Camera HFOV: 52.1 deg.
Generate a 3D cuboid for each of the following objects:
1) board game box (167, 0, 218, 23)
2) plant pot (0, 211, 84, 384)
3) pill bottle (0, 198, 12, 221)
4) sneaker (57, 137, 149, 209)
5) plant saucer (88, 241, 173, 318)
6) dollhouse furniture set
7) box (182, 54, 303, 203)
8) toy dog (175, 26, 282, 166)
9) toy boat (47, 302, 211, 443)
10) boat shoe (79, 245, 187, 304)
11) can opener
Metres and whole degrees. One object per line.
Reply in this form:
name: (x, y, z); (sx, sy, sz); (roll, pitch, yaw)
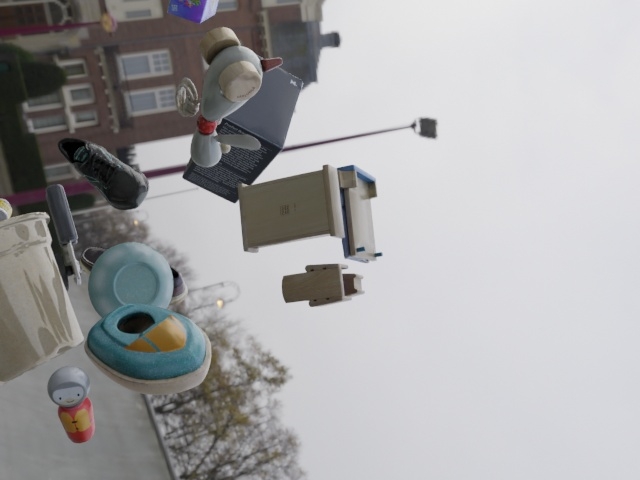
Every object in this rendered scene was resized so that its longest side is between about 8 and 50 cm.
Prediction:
board game box: (-0.242, -0.677, 1.458); (0.233, 0.078, 0.347); (-93, -158, -67)
plant pot: (-0.700, 0.147, 1.470); (0.306, 0.333, 0.334); (62, -22, -2)
pill bottle: (-0.865, -0.074, 1.755); (0.116, 0.065, 0.065); (-133, -145, -63)
sneaker: (-0.490, -0.151, 1.461); (0.267, 0.101, 0.106); (31, -4, 31)
plant saucer: (-0.415, 0.100, 1.463); (0.037, 0.194, 0.195); (-5, -81, 56)
dollhouse furniture set: (0.000, 0.000, 1.371); (0.198, 0.303, 0.287); (-10, -99, 24)
box: (-0.259, -0.358, 2.149); (0.395, 0.211, 0.294); (-39, -150, 52)
toy dog: (-0.184, -0.304, 1.415); (0.333, 0.160, 0.220); (-32, -109, 59)
toy boat: (-0.357, 0.221, 1.205); (0.267, 0.318, 0.148); (15, -56, 25)
boat shoe: (-0.456, 0.066, 1.598); (0.285, 0.103, 0.092); (22, -47, 11)
can opener: (-0.678, -0.008, 1.709); (0.074, 0.093, 0.281); (-35, -112, 61)
